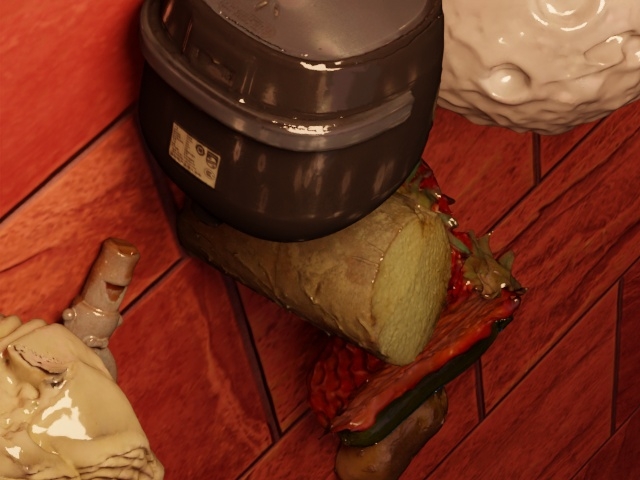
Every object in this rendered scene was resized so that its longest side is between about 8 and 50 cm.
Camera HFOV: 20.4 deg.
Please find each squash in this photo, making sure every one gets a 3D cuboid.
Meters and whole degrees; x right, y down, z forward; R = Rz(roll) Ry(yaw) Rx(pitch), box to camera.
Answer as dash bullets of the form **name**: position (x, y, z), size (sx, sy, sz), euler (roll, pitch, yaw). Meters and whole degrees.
- **squash**: position (0.142, 0.161, 2.343), size (0.331, 0.087, 0.087), euler (-35, 149, -28)

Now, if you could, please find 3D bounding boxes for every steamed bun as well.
- **steamed bun**: position (-0.302, 0.181, 1.520), size (0.275, 0.206, 0.320), euler (-46, 158, 21)

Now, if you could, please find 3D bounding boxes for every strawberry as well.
- **strawberry**: position (0.101, 0.086, 2.128), size (0.253, 0.150, 0.280), euler (-18, 155, -46)
- **strawberry**: position (0.059, 0.005, 1.936), size (0.201, 0.187, 0.184), euler (-39, -171, 42)

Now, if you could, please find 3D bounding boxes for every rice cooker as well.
- **rice cooker**: position (-0.028, -0.136, 1.527), size (0.267, 0.267, 0.224), euler (-31, 149, -37)

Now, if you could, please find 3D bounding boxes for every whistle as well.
- **whistle**: position (-0.231, 0.099, 1.700), size (0.107, 0.057, 0.220), euler (9, 111, -46)

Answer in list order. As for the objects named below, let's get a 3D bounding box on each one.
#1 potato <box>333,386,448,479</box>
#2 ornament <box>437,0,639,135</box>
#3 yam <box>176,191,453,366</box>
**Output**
- **potato**: position (0.107, 0.266, 2.425), size (0.200, 0.081, 0.164), euler (-57, 155, 13)
- **ornament**: position (0.209, -0.261, 1.657), size (0.337, 0.337, 0.337), euler (-38, 150, -27)
- **yam**: position (0.000, 0.000, 1.737), size (0.161, 0.268, 0.161), euler (-35, 138, -38)
